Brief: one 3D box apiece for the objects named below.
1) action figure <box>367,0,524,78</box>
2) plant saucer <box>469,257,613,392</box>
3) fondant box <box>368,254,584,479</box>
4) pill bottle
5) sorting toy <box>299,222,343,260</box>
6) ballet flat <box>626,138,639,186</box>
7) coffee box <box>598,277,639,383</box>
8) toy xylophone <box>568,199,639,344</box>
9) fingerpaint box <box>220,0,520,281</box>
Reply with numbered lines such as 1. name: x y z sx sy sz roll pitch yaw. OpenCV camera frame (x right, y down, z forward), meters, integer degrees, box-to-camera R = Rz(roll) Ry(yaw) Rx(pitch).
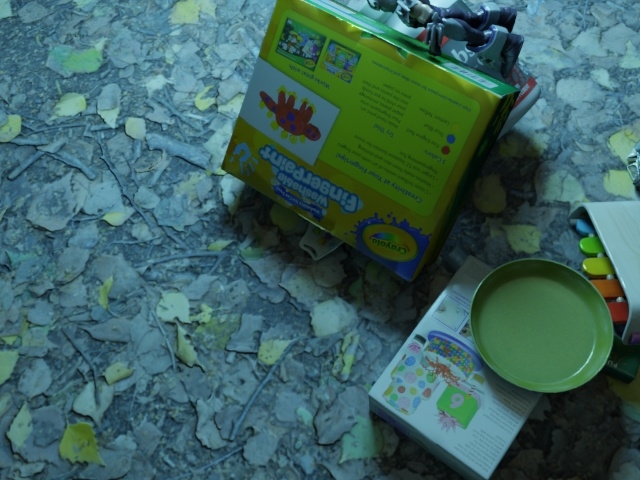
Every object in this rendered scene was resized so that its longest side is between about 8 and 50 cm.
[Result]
1. action figure: 0.210 -0.377 1.271 0.284 0.099 0.185 11 41 -18
2. plant saucer: 0.372 0.146 1.257 0.240 0.037 0.241 -1 63 1
3. fondant box: 0.272 0.223 1.296 0.238 0.096 0.330 33 68 18
4. pill bottle: 0.243 -0.356 1.461 0.363 0.210 0.210 46 72 -3
5. sorting toy: 0.000 0.000 1.455 0.075 0.045 0.083 -42 69 -9
6. ballet flat: 0.646 -0.160 1.501 0.041 0.041 0.114 4 63 5
7. coffee box: 0.541 0.157 1.345 0.113 0.040 0.184 21 66 13
8. toy xylophone: 0.591 0.041 1.338 0.236 0.081 0.323 4 50 -1
9. fingerpaint box: 0.080 -0.201 1.369 0.444 0.371 0.163 30 26 17
